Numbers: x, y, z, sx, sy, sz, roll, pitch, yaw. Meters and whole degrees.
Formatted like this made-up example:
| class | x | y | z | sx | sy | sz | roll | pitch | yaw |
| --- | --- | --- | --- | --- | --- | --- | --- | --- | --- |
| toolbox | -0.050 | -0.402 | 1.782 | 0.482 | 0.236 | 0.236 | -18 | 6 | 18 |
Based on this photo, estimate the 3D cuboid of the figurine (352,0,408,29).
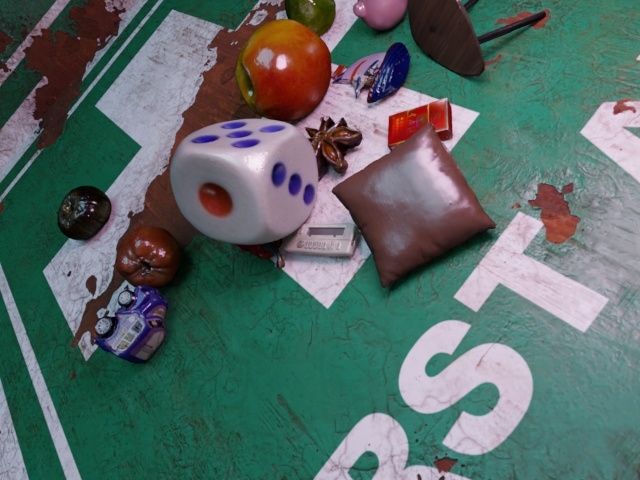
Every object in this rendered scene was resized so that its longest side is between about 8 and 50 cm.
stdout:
| class | x | y | z | sx | sy | sz | roll | pitch | yaw |
| --- | --- | --- | --- | --- | --- | --- | --- | --- | --- |
| figurine | 0.197 | -0.765 | 1.659 | 0.173 | 0.173 | 0.173 | -17 | 56 | 27 |

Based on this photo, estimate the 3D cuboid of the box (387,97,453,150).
| class | x | y | z | sx | sy | sz | roll | pitch | yaw |
| --- | --- | --- | --- | --- | --- | --- | --- | --- | --- |
| box | 0.272 | -0.313 | 1.421 | 0.175 | 0.048 | 0.112 | -12 | 58 | 29 |

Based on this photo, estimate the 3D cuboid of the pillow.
| class | x | y | z | sx | sy | sz | roll | pitch | yaw |
| --- | --- | --- | --- | --- | --- | --- | --- | --- | --- |
| pillow | 0.214 | -0.082 | 1.255 | 0.305 | 0.108 | 0.307 | -33 | 69 | 18 |

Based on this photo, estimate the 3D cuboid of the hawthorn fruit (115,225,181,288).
| class | x | y | z | sx | sy | sz | roll | pitch | yaw |
| --- | --- | --- | --- | --- | --- | --- | --- | --- | --- |
| hawthorn fruit | -0.561 | 0.039 | 1.713 | 0.210 | 0.210 | 0.262 | -39 | 26 | 10 |

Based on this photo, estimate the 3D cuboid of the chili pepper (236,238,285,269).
| class | x | y | z | sx | sy | sz | roll | pitch | yaw |
| --- | --- | --- | --- | --- | --- | --- | --- | --- | --- |
| chili pepper | -0.216 | -0.023 | 1.565 | 0.388 | 0.110 | 0.110 | 28 | 82 | 45 |

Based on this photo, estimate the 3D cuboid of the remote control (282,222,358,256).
| class | x | y | z | sx | sy | sz | roll | pitch | yaw |
| --- | --- | --- | --- | --- | --- | --- | --- | --- | --- |
| remote control | 0.000 | 0.000 | 1.429 | 0.230 | 0.049 | 0.090 | 1 | 65 | 36 |

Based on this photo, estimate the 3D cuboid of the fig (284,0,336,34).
| class | x | y | z | sx | sy | sz | roll | pitch | yaw |
| --- | --- | --- | --- | --- | --- | --- | --- | --- | --- |
| fig | -0.063 | -0.804 | 1.872 | 0.235 | 0.203 | 0.203 | -55 | 42 | 30 |

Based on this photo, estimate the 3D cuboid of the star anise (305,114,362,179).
| class | x | y | z | sx | sy | sz | roll | pitch | yaw |
| --- | --- | --- | --- | --- | --- | --- | --- | --- | --- |
| star anise | 0.022 | -0.269 | 1.548 | 0.220 | 0.099 | 0.214 | 40 | 104 | 38 |

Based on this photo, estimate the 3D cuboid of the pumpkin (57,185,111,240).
| class | x | y | z | sx | sy | sz | roll | pitch | yaw |
| --- | --- | --- | --- | --- | --- | --- | --- | --- | --- |
| pumpkin | -0.971 | -0.116 | 2.108 | 0.238 | 0.159 | 0.237 | -13 | 60 | 24 |

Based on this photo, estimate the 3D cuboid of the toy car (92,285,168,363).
| class | x | y | z | sx | sy | sz | roll | pitch | yaw |
| --- | --- | --- | --- | --- | --- | --- | --- | --- | --- |
| toy car | -0.562 | 0.266 | 1.606 | 0.158 | 0.172 | 0.235 | 30 | 81 | 26 |

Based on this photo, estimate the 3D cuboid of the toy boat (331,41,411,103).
| class | x | y | z | sx | sy | sz | roll | pitch | yaw |
| --- | --- | --- | --- | --- | --- | --- | --- | --- | --- |
| toy boat | 0.168 | -0.545 | 1.636 | 0.219 | 0.072 | 0.318 | -47 | 38 | 7 |

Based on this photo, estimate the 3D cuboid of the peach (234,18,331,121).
| class | x | y | z | sx | sy | sz | roll | pitch | yaw |
| --- | --- | --- | --- | --- | --- | --- | --- | --- | --- |
| peach | -0.109 | -0.552 | 1.674 | 0.308 | 0.307 | 0.332 | 22 | 47 | 41 |

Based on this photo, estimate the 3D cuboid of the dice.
| class | x | y | z | sx | sy | sz | roll | pitch | yaw |
| --- | --- | --- | --- | --- | --- | --- | --- | --- | --- |
| dice | -0.202 | -0.172 | 1.440 | 0.304 | 0.276 | 0.304 | 8 | 32 | 27 |

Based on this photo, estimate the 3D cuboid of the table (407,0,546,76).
| class | x | y | z | sx | sy | sz | roll | pitch | yaw |
| --- | --- | --- | --- | --- | --- | --- | --- | --- | --- |
| table | 0.433 | -0.630 | 1.403 | 0.249 | 0.317 | 0.317 | -35 | 48 | -5 |
